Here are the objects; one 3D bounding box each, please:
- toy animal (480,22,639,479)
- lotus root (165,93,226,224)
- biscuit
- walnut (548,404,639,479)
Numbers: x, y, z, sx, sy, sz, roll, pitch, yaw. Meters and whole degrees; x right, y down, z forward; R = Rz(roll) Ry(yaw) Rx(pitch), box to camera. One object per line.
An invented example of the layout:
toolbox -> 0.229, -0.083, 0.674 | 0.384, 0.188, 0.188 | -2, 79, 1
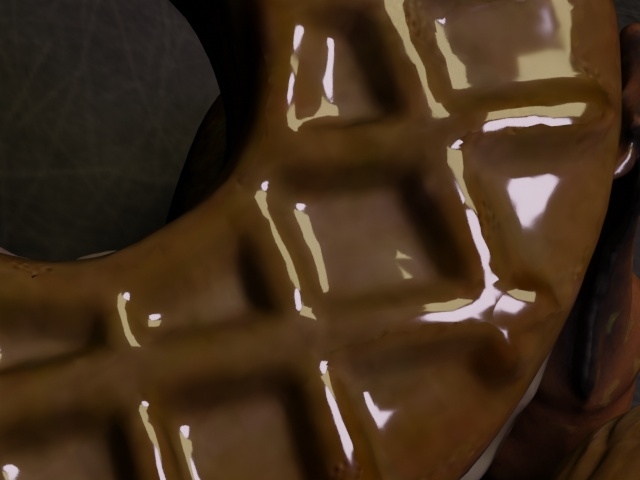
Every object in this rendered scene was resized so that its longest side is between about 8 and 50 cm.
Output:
toy animal -> 0.094, 0.014, 0.715 | 0.066, 0.224, 0.230 | 2, 18, -2
lotus root -> 0.000, 0.000, 0.740 | 0.123, 0.124, 0.241 | 28, 31, -16
biscuit -> -0.074, -0.037, 0.563 | 0.332, 0.332, 0.103 | 39, -10, 4
walnut -> 0.135, 0.140, 0.645 | 0.167, 0.167, 0.207 | 32, 33, -8
